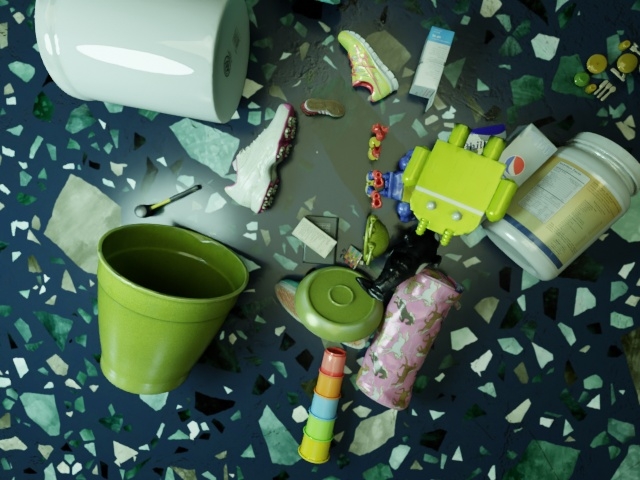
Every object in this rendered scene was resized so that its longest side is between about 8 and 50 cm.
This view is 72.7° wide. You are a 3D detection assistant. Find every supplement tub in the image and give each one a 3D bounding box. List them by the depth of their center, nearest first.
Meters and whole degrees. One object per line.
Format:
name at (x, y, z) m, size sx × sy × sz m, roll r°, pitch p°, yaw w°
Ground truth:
supplement tub at (0.583, -0.082, 1.064) m, size 0.228 × 0.228 × 0.316 m, roll 44°, pitch 98°, yaw -1°

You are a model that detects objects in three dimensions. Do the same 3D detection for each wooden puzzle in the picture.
wooden puzzle at (0.090, 0.047, 1.210) m, size 0.083 × 0.006 × 0.049 m, roll 41°, pitch 110°, yaw 37°

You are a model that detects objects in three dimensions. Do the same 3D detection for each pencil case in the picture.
pencil case at (0.236, 0.257, 1.170) m, size 0.167 × 0.160 × 0.386 m, roll 28°, pitch 98°, yaw 20°

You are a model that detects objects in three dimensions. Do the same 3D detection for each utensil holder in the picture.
utensil holder at (-0.399, -0.472, 1.059) m, size 0.385 × 0.327 × 0.328 m, roll 13°, pitch 97°, yaw 1°

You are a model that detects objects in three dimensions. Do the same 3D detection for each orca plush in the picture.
orca plush at (0.204, 0.024, 1.104) m, size 0.287 × 0.151 × 0.102 m, roll -28°, pitch 122°, yaw -21°

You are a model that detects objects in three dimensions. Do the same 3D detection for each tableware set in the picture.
tableware set at (0.736, -0.442, 1.115) m, size 0.104 × 0.024 × 0.154 m, roll 42°, pitch 99°, yaw 2°

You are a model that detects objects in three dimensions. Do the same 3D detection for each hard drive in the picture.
hard drive at (0.000, 0.000, 1.227) m, size 0.094 × 0.022 × 0.135 m, roll 5°, pitch 97°, yaw 4°

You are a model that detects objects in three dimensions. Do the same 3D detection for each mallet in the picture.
mallet at (-0.436, -0.114, 1.250) m, size 0.189 × 0.062 × 0.039 m, roll -25°, pitch 95°, yaw -8°

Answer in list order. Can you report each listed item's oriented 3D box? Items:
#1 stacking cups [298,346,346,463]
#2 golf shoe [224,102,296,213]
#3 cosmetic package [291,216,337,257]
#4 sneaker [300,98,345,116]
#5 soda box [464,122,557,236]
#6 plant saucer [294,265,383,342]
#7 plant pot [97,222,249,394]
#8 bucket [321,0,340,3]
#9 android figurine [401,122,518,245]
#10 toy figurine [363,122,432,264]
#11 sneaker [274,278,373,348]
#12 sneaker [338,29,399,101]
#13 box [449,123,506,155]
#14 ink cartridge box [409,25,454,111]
stacking cups at (0.016, 0.467, 1.255) m, size 0.096 × 0.096 × 0.316 m, roll 13°, pitch 93°, yaw 3°
golf shoe at (-0.163, -0.231, 1.172) m, size 0.140 × 0.115 × 0.306 m, roll 21°, pitch 97°, yaw 6°
cosmetic package at (-0.015, -0.009, 1.194) m, size 0.115 × 0.041 × 0.060 m, roll 38°, pitch 98°, yaw 0°
sneaker at (0.003, -0.359, 1.182) m, size 0.118 × 0.067 × 0.042 m, roll 4°, pitch 95°, yaw -26°
soda box at (0.422, -0.146, 1.064) m, size 0.091 × 0.098 × 0.286 m, roll 43°, pitch 102°, yaw -3°
plant saucer at (0.052, 0.153, 1.147) m, size 0.241 × 0.241 × 0.037 m, roll 13°, pitch 137°, yaw 3°
plant pot at (-0.420, 0.194, 1.147) m, size 0.366 × 0.366 × 0.353 m, roll 24°, pitch 110°, yaw 2°
bucket at (-0.032, -0.716, 1.028) m, size 0.183 × 0.281 × 0.281 m, roll 14°, pitch 98°, yaw 12°
android figurine at (0.313, -0.125, 1.009) m, size 0.248 × 0.056 × 0.273 m, roll 27°, pitch 96°, yaw 15°
toy figurine at (0.230, -0.110, 1.119) m, size 0.217 × 0.191 × 0.363 m, roll 3°, pitch 98°, yaw 0°
sneaker at (0.018, 0.181, 1.214) m, size 0.302 × 0.121 × 0.108 m, roll 28°, pitch 135°, yaw 17°
sneaker at (0.108, -0.453, 1.137) m, size 0.094 × 0.081 × 0.208 m, roll -41°, pitch 92°, yaw 10°
box at (0.416, -0.224, 1.141) m, size 0.126 × 0.072 × 0.137 m, roll -8°, pitch 96°, yaw 5°
ink cartridge box at (0.277, -0.432, 1.112) m, size 0.060 × 0.104 × 0.180 m, roll 17°, pitch 97°, yaw 3°
